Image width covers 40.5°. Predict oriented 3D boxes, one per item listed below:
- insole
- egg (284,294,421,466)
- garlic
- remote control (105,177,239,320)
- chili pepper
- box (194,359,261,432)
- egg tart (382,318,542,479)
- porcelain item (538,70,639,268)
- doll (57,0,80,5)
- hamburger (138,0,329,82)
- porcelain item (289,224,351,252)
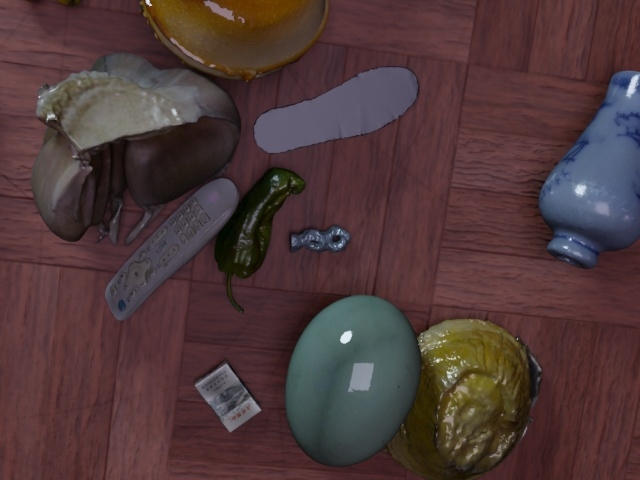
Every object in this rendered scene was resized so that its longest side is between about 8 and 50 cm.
[{"bbox_3d":[0.023,-0.169,1.148,0.232,0.003,0.080,-20,100,-4],"label":"insole"},{"bbox_3d":[0.040,0.182,1.118,0.168,0.168,0.231,18,99,-10],"label":"egg"},{"bbox_3d":[-0.221,-0.100,1.020,0.210,0.292,0.237,23,71,1],"label":"garlic"},{"bbox_3d":[-0.186,0.011,1.116,0.229,0.073,0.044,-46,138,5],"label":"remote control"},{"bbox_3d":[-0.094,-0.004,1.123,0.073,0.072,0.204,29,99,5],"label":"chili pepper"},{"bbox_3d":[-0.125,0.210,1.174,0.054,0.024,0.083,-35,101,-3],"label":"box"},{"bbox_3d":[0.199,0.228,1.190,0.252,0.098,0.232,-41,105,-4],"label":"egg tart"},{"bbox_3d":[0.379,-0.090,1.148,0.141,0.141,0.259,24,87,-11],"label":"porcelain item"},{"bbox_3d":[-0.296,-0.386,0.937,0.145,0.316,0.103,22,54,2],"label":"doll"},{"bbox_3d":[-0.102,-0.291,1.022,0.237,0.147,0.237,7,66,-16],"label":"hamburger"},{"bbox_3d":[0.000,0.000,1.157,0.083,0.028,0.036,-6,97,-8],"label":"porcelain item"}]
